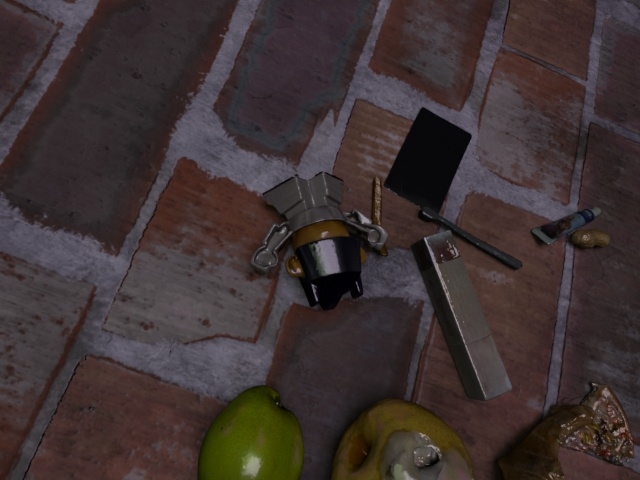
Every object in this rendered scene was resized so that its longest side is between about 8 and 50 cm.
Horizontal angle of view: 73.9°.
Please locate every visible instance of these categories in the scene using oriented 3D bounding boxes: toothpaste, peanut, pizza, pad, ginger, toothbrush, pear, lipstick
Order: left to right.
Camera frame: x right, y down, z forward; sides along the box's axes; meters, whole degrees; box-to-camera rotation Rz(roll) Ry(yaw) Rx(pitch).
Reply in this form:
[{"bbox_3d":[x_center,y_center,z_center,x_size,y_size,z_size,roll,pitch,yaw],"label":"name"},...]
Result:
[{"bbox_3d":[-0.119,0.379,0.767,0.187,0.187,0.220,26,57,-5],"label":"pear"},{"bbox_3d":[0.157,0.437,0.788,0.271,0.271,0.271,3,75,-12],"label":"pear"},{"bbox_3d":[0.280,-0.207,1.097,0.159,0.009,0.265,29,73,-4],"label":"pad"},{"bbox_3d":[0.316,0.166,0.967,0.080,0.076,0.371,-15,79,-17],"label":"lipstick"},{"bbox_3d":[0.373,-0.003,1.051,0.297,0.030,0.030,28,62,-5],"label":"toothbrush"},{"bbox_3d":[0.494,0.448,0.908,0.294,0.131,0.086,-33,103,-21],"label":"ginger"},{"bbox_3d":[0.655,-0.043,1.117,0.216,0.037,0.062,-21,45,-16],"label":"toothpaste"},{"bbox_3d":[0.710,-0.005,1.115,0.113,0.054,0.054,1,75,-14],"label":"peanut"},{"bbox_3d":[0.631,0.435,0.980,0.195,0.052,0.185,-11,75,-14],"label":"pizza"}]

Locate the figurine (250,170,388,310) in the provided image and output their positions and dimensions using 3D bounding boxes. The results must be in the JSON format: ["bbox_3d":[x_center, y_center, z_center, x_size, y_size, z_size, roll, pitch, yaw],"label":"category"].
[{"bbox_3d":[-0.003,0.000,0.909,0.308,0.143,0.308,-2,72,7],"label":"figurine"}]

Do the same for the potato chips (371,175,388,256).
[{"bbox_3d":[0.138,-0.056,1.013,0.026,0.037,0.204,8,68,-21],"label":"potato chips"}]
